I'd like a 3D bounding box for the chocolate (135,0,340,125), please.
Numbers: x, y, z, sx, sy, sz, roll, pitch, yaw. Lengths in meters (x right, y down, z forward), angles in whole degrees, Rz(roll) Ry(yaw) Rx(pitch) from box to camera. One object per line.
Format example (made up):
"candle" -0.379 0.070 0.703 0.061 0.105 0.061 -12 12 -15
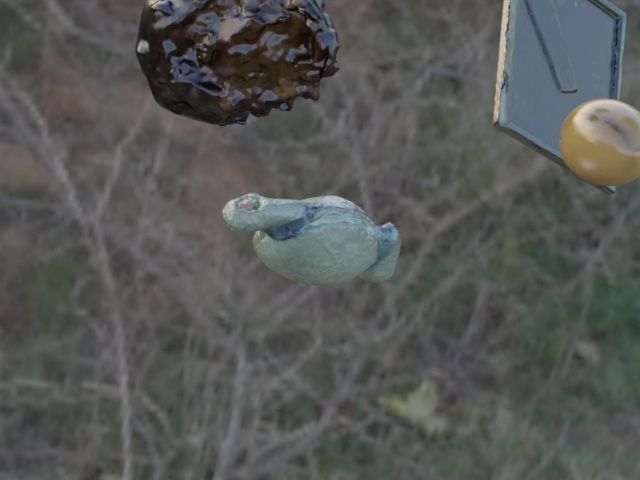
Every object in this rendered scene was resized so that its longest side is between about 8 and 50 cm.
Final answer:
"chocolate" -0.062 -0.207 2.002 0.206 0.224 0.177 -38 39 -25

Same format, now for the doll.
"doll" 0.000 0.000 1.847 0.214 0.103 0.071 20 55 -37

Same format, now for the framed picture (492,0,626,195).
"framed picture" 0.298 -0.215 2.339 0.209 0.019 0.281 29 54 -30

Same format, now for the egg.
"egg" 0.264 -0.089 1.732 0.080 0.080 0.096 -8 8 -29
